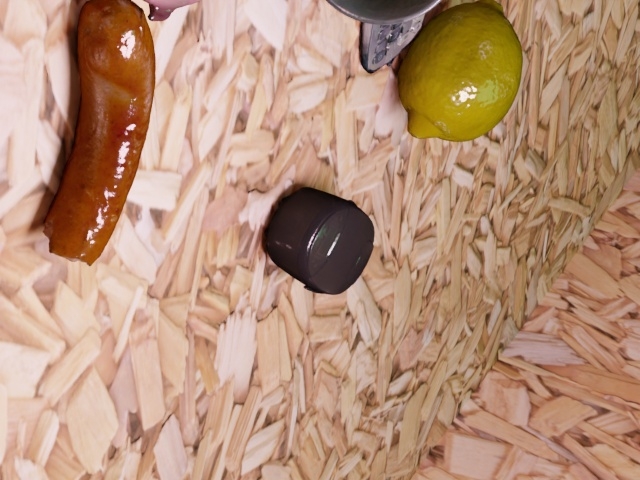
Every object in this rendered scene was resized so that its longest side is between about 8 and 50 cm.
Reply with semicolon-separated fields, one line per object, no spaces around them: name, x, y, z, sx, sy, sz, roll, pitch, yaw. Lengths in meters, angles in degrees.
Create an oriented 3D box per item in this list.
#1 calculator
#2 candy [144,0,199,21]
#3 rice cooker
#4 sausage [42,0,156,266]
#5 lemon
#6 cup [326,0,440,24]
calculator;0.116;-0.351;2.107;0.177;0.040;0.268;-41;150;-42
candy;-0.125;-0.341;1.474;0.255;0.094;0.255;-37;154;-22
rice cooker;0.001;0.001;2.149;0.142;0.118;0.203;-61;157;-5
sausage;-0.226;-0.117;1.582;0.103;0.076;0.302;-28;140;-55
lemon;0.213;-0.252;2.245;0.248;0.184;0.184;-60;158;-11
cup;0.087;-0.371;1.880;0.150;0.199;0.199;-48;160;-76
